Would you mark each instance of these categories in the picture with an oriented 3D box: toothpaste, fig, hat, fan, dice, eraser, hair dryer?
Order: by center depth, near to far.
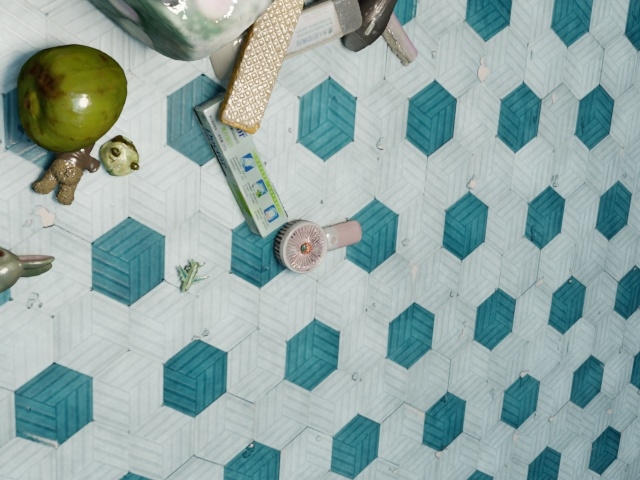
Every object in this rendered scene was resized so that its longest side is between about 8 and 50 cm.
[{"bbox_3d":[-0.265,-0.549,1.489,0.348,0.328,0.330,40,81,-36],"label":"dice"},{"bbox_3d":[-0.454,-0.273,1.533,0.225,0.203,0.203,-23,118,-49],"label":"fig"},{"bbox_3d":[-0.411,-0.170,1.673,0.076,0.059,0.077,-36,126,-15],"label":"hat"},{"bbox_3d":[-0.074,-0.451,1.781,0.352,0.061,0.089,-25,116,-14],"label":"eraser"},{"bbox_3d":[0.053,-0.570,1.827,0.271,0.091,0.235,22,127,-22],"label":"hair dryer"},{"bbox_3d":[-0.176,-0.168,1.829,0.081,0.067,0.337,-35,120,-21],"label":"toothpaste"},{"bbox_3d":[0.000,0.000,1.994,0.244,0.074,0.130,-16,112,-30],"label":"fan"}]

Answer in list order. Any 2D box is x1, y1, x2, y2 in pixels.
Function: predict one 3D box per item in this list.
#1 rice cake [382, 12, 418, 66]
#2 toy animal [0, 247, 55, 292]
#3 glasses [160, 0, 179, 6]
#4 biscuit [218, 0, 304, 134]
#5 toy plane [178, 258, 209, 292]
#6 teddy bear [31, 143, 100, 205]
[{"bbox_3d":[0.160,-0.536,1.957,0.270,0.049,0.055,52,60,-32],"label":"rice cake"},{"bbox_3d":[-0.646,0.076,1.567,0.251,0.127,0.125,-35,110,-38],"label":"toy animal"},{"bbox_3d":[-0.161,-0.482,1.218,0.234,0.268,0.118,-41,104,-15],"label":"glasses"},{"bbox_3d":[-0.114,-0.415,1.708,0.094,0.054,0.379,19,95,-23],"label":"biscuit"},{"bbox_3d":[-0.297,0.081,1.842,0.080,0.033,0.083,25,96,-37],"label":"toy plane"},{"bbox_3d":[-0.500,-0.150,1.606,0.119,0.078,0.160,26,90,-33],"label":"teddy bear"}]
